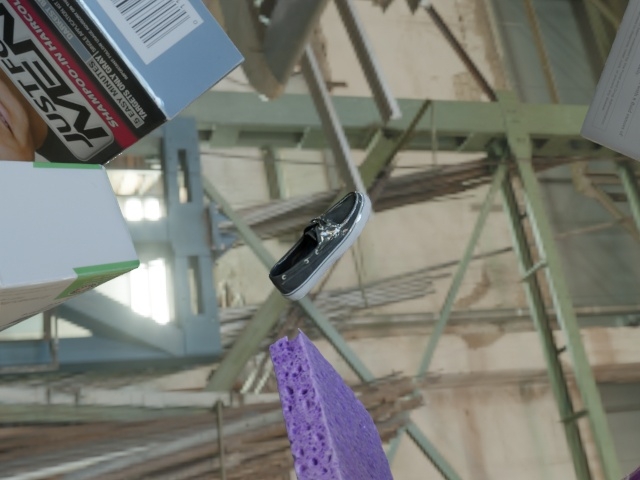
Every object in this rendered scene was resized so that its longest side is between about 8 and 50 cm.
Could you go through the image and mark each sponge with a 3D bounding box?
[{"bbox_3d":[0.020,0.162,0.601,0.117,0.031,0.210,54,9,-32],"label":"sponge"}]

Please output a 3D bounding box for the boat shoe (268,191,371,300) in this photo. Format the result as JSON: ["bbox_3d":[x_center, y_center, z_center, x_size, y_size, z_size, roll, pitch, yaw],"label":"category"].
[{"bbox_3d":[0.000,0.000,0.979,0.142,0.040,0.049,-52,-143,-9],"label":"boat shoe"}]

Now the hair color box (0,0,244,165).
[{"bbox_3d":[-0.259,-0.146,0.861,0.374,0.113,0.185,-22,-69,48],"label":"hair color box"}]

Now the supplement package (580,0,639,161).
[{"bbox_3d":[0.415,-0.117,0.790,0.293,0.175,0.177,34,-63,39],"label":"supplement package"}]

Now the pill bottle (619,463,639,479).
[{"bbox_3d":[0.460,0.269,1.002,0.301,0.169,0.169,-48,-141,22],"label":"pill bottle"}]

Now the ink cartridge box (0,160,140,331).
[{"bbox_3d":[-0.271,0.025,0.668,0.160,0.219,0.092,-9,75,-67],"label":"ink cartridge box"}]
